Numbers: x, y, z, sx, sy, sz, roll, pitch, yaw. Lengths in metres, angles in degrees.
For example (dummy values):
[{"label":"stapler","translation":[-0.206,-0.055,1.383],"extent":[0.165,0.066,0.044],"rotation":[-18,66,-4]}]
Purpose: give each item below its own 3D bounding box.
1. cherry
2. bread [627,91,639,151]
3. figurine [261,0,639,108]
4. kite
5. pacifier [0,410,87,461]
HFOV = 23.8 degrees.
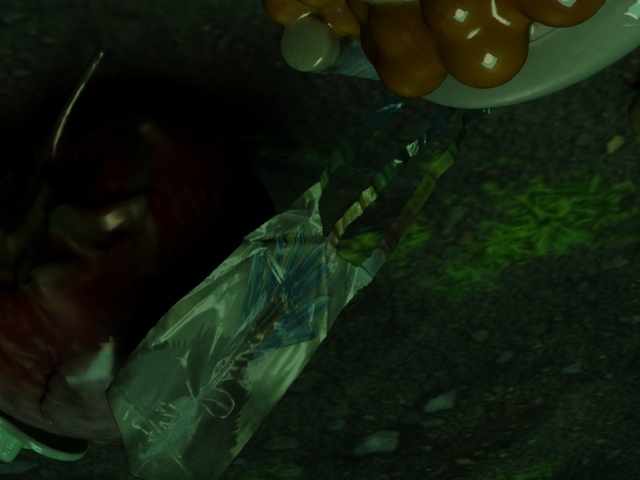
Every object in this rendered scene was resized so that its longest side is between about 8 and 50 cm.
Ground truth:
[{"label":"cherry","translation":[-0.103,0.025,0.857],"extent":[0.192,0.175,0.250],"rotation":[-53,158,1]},{"label":"bread","translation":[0.324,-0.048,0.874],"extent":[0.240,0.135,0.178],"rotation":[20,137,-35]},{"label":"figurine","translation":[-0.022,-0.208,0.497],"extent":[0.382,0.205,0.224],"rotation":[35,145,-28]},{"label":"kite","translation":[0.002,0.001,0.794],"extent":[0.310,0.015,0.169],"rotation":[-53,153,-9]},{"label":"pacifier","translation":[-0.205,0.079,1.003],"extent":[0.150,0.127,0.116],"rotation":[33,94,-14]}]
